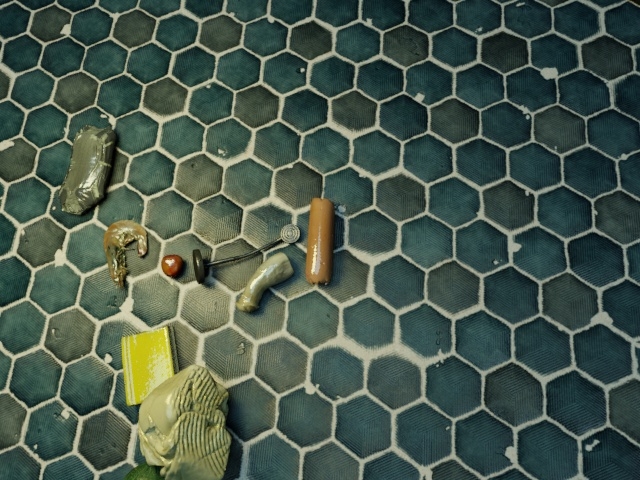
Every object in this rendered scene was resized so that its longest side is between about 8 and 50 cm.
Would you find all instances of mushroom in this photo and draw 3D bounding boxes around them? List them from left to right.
[{"bbox_3d":[-0.181,0.135,1.588,0.223,0.092,0.081,-46,32,-12],"label":"mushroom"}]

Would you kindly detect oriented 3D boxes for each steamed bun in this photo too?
[{"bbox_3d":[-0.384,0.531,1.411,0.203,0.276,0.289,-21,109,31],"label":"steamed bun"}]

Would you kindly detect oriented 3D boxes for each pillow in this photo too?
[{"bbox_3d":[-0.807,-0.250,1.743,0.161,0.092,0.335,2,75,11],"label":"pillow"}]

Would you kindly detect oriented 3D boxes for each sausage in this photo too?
[{"bbox_3d":[0.001,0.001,1.610,0.086,0.086,0.289,2,73,5],"label":"sausage"}]

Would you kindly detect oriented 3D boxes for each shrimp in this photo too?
[{"bbox_3d":[-0.647,0.042,1.668,0.143,0.052,0.251,-11,73,-1],"label":"shrimp"}]

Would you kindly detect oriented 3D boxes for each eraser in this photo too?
[{"bbox_3d":[-0.524,0.388,1.550,0.157,0.069,0.226,-13,73,-2],"label":"eraser"}]

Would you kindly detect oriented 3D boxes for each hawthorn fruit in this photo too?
[{"bbox_3d":[-0.482,0.081,1.635,0.077,0.077,0.077,-1,74,4],"label":"hawthorn fruit"}]

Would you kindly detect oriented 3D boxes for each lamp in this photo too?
[{"bbox_3d":[-0.240,0.037,1.606,0.371,0.108,0.130,-15,77,0],"label":"lamp"}]

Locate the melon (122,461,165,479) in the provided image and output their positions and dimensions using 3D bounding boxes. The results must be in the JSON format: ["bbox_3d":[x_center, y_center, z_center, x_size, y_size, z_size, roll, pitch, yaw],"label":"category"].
[{"bbox_3d":[-0.483,0.745,1.385,0.182,0.182,0.288,5,73,6],"label":"melon"}]
